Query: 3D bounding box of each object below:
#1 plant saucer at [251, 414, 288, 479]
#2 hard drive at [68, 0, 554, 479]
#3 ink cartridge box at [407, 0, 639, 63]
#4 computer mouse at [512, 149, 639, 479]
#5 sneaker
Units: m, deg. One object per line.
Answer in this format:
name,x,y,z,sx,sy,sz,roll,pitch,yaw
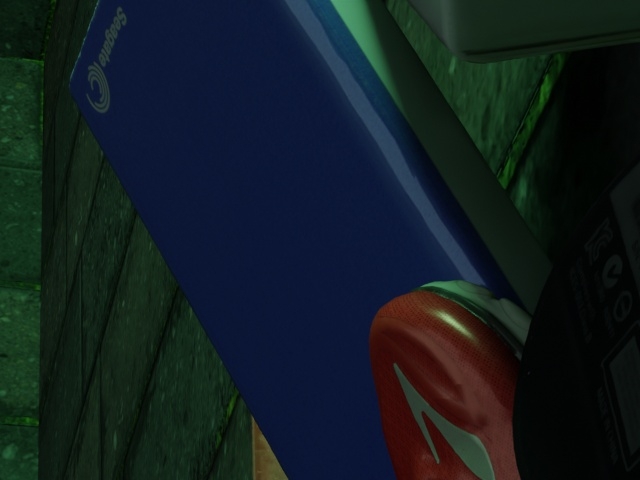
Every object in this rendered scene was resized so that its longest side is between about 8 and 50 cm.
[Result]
plant saucer,0.014,0.059,1.007,0.258,0.048,0.259,117,155,-55
hard drive,0.000,0.000,0.783,0.318,0.040,0.210,59,148,19
ink cartridge box,0.064,-0.199,0.632,0.289,0.122,0.211,-112,14,-70
computer mouse,0.147,-0.004,0.487,0.272,0.072,0.188,-53,29,41
sneaker,0.048,0.147,0.606,0.107,0.118,0.279,138,124,-64
